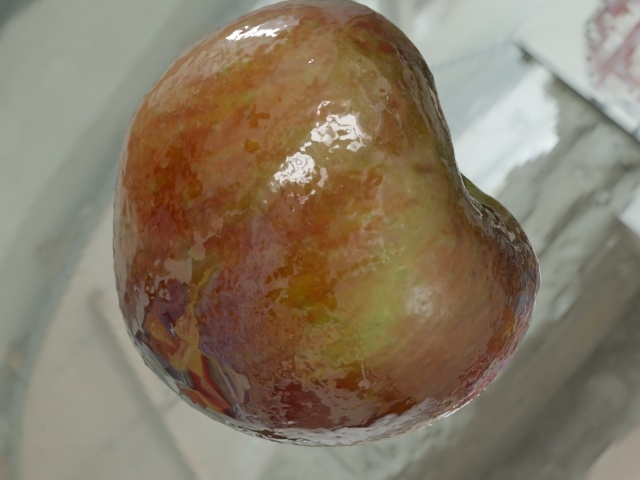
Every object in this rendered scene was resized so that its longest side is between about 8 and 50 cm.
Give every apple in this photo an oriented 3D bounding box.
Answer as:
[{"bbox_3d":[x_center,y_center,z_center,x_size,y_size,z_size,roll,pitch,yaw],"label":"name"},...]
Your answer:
[{"bbox_3d":[0.000,0.000,0.776,0.195,0.173,0.160,56,-130,-28],"label":"apple"}]
